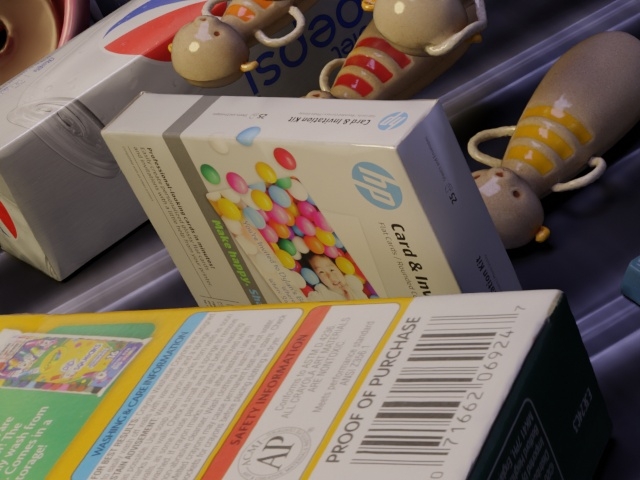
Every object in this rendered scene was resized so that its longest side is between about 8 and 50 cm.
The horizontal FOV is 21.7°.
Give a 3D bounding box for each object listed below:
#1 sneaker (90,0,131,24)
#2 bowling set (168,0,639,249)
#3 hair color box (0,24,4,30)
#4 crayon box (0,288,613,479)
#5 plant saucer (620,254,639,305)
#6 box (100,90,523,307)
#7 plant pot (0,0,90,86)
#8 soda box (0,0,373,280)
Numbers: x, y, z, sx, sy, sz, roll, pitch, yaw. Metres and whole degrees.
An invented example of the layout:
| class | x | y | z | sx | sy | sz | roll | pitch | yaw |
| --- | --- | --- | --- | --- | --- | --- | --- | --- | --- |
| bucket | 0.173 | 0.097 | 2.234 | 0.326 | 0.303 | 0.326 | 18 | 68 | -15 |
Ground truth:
| class | x | y | z | sx | sy | sz | roll | pitch | yaw |
| --- | --- | --- | --- | --- | --- | --- | --- | --- | --- |
| sneaker | -0.059 | -0.256 | 1.252 | 0.180 | 0.125 | 0.321 | -11 | 32 | 25 |
| bowling set | 0.024 | -0.139 | 0.869 | 0.287 | 0.200 | 0.154 | 21 | 54 | 33 |
| hair color box | -0.322 | -0.177 | 1.405 | 0.141 | 0.043 | 0.072 | -40 | 31 | -27 |
| crayon box | -0.065 | 0.118 | 0.690 | 0.323 | 0.083 | 0.203 | -3 | 36 | 33 |
| plant saucer | 0.228 | -0.019 | 0.758 | 0.192 | 0.018 | 0.067 | -31 | 29 | -10 |
| box | 0.000 | 0.000 | 0.769 | 0.186 | 0.145 | 0.038 | 6 | 44 | 42 |
| plant pot | -0.251 | -0.149 | 1.147 | 0.201 | 0.201 | 0.180 | -24 | -2 | 1 |
| soda box | -0.090 | -0.100 | 1.051 | 0.286 | 0.098 | 0.091 | -36 | 31 | -21 |
